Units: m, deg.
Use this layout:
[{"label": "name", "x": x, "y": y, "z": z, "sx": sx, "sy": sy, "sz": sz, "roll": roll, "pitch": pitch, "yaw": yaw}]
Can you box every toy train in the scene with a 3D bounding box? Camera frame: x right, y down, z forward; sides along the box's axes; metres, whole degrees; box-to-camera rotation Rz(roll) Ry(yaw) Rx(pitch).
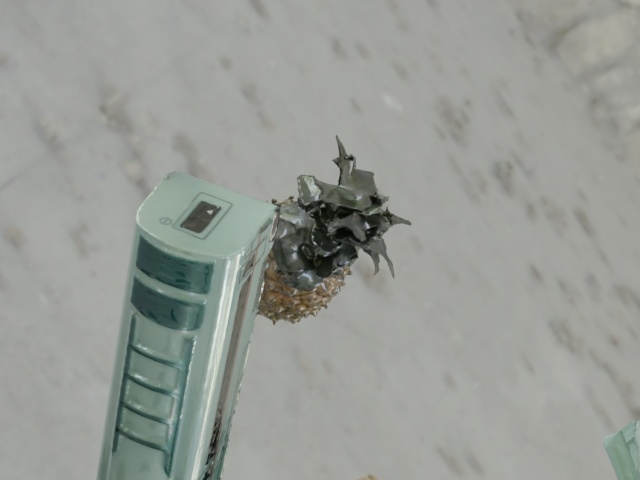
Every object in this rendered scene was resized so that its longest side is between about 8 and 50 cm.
[{"label": "toy train", "x": -0.115, "y": 0.144, "z": 1.176, "sx": 0.086, "sy": 0.407, "sz": 0.088, "roll": 19, "pitch": 36, "yaw": 8}]

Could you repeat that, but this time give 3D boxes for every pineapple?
[{"label": "pineapple", "x": 0.000, "y": 0.000, "z": 1.377, "sx": 0.125, "sy": 0.251, "sz": 0.125, "roll": 6, "pitch": 72, "yaw": -18}]

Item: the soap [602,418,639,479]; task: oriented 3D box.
[{"label": "soap", "x": 0.378, "y": 0.270, "z": 1.622, "sx": 0.063, "sy": 0.115, "sz": 0.198, "roll": 123, "pitch": -52, "yaw": -63}]

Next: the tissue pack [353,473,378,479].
[{"label": "tissue pack", "x": -0.035, "y": 0.369, "z": 1.595, "sx": 0.238, "sy": 0.306, "sz": 0.238, "roll": 160, "pitch": -90, "yaw": -74}]
